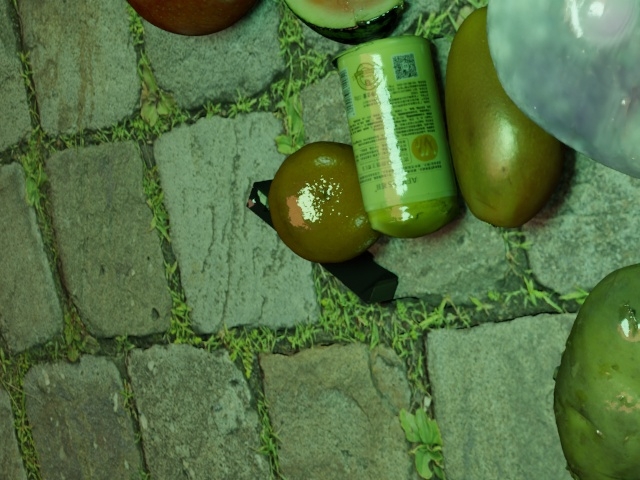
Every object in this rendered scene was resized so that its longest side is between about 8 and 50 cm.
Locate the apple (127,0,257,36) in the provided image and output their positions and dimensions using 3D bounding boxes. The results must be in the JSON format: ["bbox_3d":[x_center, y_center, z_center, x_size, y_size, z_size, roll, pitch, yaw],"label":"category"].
[{"bbox_3d":[-0.174,-0.386,1.906,0.210,0.173,0.235,41,125,33],"label":"apple"}]

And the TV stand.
[{"bbox_3d":[0.000,0.000,1.895,0.256,0.049,0.040,40,124,35],"label":"TV stand"}]

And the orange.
[{"bbox_3d":[0.011,-0.048,1.805,0.124,0.156,0.156,62,-169,-84],"label":"orange"}]

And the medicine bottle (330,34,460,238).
[{"bbox_3d":[0.095,-0.120,1.712,0.124,0.124,0.239,-12,90,48],"label":"medicine bottle"}]

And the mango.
[{"bbox_3d":[0.205,-0.140,1.596,0.138,0.113,0.253,-16,80,52],"label":"mango"}]

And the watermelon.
[{"bbox_3d":[0.015,-0.322,1.808,0.245,0.063,0.119,46,110,37],"label":"watermelon"}]

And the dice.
[{"bbox_3d":[0.338,-0.218,1.313,0.270,0.271,0.270,39,125,34],"label":"dice"}]

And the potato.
[{"bbox_3d":[0.342,0.154,1.491,0.191,0.141,0.296,28,119,22],"label":"potato"}]
